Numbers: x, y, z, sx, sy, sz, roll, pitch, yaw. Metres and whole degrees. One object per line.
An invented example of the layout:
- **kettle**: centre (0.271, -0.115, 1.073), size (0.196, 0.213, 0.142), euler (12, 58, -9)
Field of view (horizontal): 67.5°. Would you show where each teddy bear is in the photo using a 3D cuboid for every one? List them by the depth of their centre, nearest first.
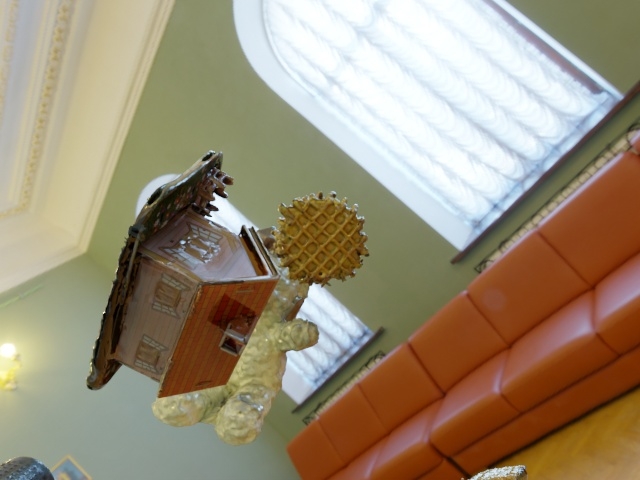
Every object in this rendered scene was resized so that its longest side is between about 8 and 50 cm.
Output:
- **teddy bear**: centre (-0.161, 0.163, 1.024), size (0.375, 0.327, 0.362), euler (-18, -62, -76)

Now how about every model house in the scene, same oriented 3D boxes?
- **model house**: centre (-0.141, 0.063, 0.585), size (0.294, 0.154, 0.207), euler (-61, 1, 31)

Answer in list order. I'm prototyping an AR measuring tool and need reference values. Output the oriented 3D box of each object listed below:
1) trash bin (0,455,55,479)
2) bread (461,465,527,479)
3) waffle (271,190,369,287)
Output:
- **trash bin**: centre (-0.567, 0.476, 0.845), size (0.175, 0.175, 0.161), euler (-50, 0, 15)
- **bread**: centre (0.415, 0.662, 1.221), size (0.174, 0.133, 0.252), euler (8, -75, -52)
- **waffle**: centre (0.000, 0.000, 0.982), size (0.193, 0.197, 0.070), euler (-13, 12, -8)
